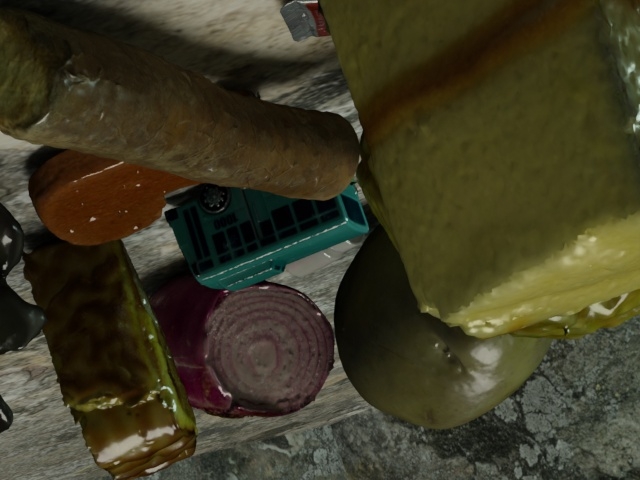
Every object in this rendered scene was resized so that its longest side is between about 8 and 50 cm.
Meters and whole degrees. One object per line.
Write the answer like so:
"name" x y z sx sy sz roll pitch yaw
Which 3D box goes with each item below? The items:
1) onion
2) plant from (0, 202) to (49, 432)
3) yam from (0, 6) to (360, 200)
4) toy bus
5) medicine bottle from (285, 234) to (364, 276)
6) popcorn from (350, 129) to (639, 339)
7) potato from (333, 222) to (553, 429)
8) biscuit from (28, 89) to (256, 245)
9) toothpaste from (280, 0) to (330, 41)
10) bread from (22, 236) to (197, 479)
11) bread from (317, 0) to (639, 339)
"onion" -0.104 0.111 1.686 0.207 0.201 0.200 -25 176 -42
"plant" -0.328 0.072 1.120 0.276 0.199 0.188 -19 175 22
"yam" -0.082 -0.076 0.991 0.081 0.081 0.356 -25 162 29
"toy bus" -0.047 -0.016 1.359 0.160 0.092 0.079 -21 167 15
"medicine bottle" 0.000 0.000 1.605 0.089 0.052 0.052 -28 165 39
"popcorn" 0.158 -0.060 1.115 0.282 0.247 0.282 -23 158 -10
"potato" 0.138 0.071 1.671 0.221 0.243 0.326 32 146 -15
"biscuit" -0.125 -0.054 1.186 0.192 0.036 0.186 -20 165 2
"toothpaste" 0.091 -0.167 0.992 0.234 0.057 0.089 -11 172 5
"bread" -0.183 0.096 1.364 0.096 0.222 0.181 -21 160 -5
"bread" 0.145 -0.097 0.869 0.236 0.263 0.198 -8 167 -44
